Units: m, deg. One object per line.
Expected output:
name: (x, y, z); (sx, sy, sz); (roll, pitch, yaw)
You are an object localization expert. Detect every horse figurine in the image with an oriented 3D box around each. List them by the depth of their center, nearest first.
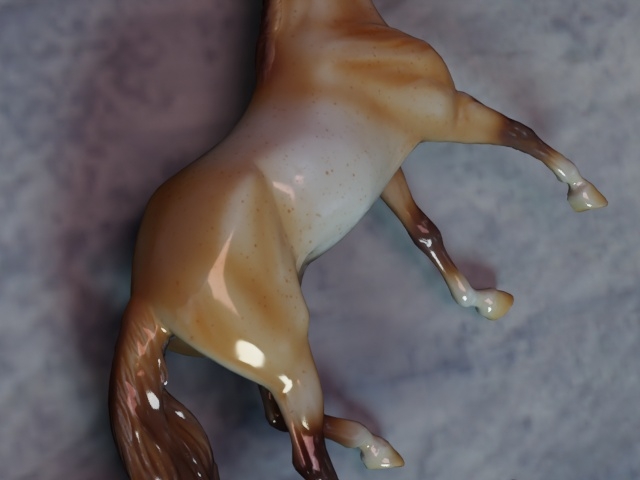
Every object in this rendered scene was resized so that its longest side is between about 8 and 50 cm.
horse figurine: (0.000, 0.000, 0.636); (0.174, 0.066, 0.263); (46, 61, -22)
